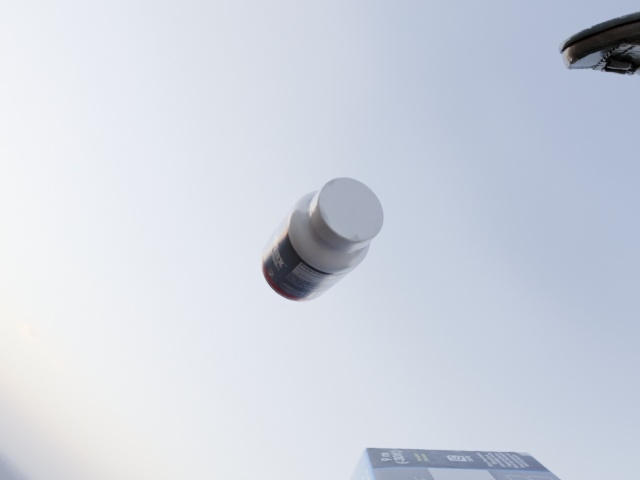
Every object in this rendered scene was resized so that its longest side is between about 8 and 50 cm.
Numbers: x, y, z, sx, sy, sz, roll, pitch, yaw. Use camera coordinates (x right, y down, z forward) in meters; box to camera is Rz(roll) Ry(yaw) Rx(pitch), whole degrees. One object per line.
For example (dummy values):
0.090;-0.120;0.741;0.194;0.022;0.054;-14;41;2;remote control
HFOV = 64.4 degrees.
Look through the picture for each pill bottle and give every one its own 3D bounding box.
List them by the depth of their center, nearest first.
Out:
0.000;0.000;0.630;0.108;0.108;0.180;44;-34;0;pill bottle

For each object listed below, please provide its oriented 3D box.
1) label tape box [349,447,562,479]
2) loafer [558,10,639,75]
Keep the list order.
0.114;0.318;0.559;0.333;0.106;0.240;2;-5;-1;label tape box
0.452;-0.251;0.655;0.267;0.096;0.084;-11;-91;4;loafer
